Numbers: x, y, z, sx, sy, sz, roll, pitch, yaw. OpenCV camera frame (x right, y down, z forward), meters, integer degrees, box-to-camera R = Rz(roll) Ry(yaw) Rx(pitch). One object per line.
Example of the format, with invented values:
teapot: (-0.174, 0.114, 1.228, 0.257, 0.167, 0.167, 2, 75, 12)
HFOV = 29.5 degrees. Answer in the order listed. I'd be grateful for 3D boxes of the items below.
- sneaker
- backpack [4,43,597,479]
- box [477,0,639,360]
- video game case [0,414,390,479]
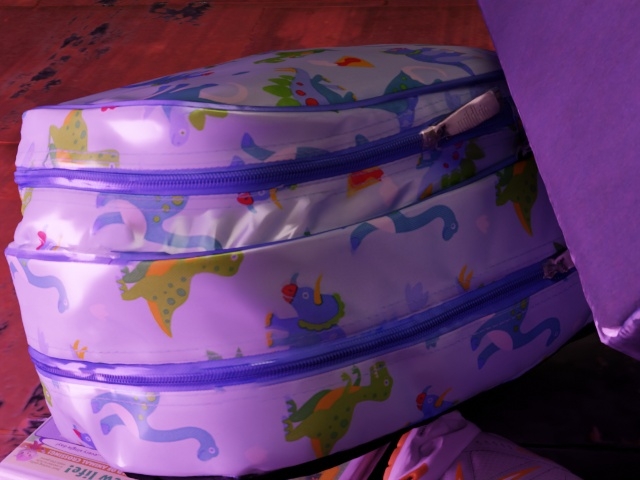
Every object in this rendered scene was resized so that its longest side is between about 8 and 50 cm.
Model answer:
sneaker: (0.067, 0.176, 0.601, 0.121, 0.099, 0.262, 14, 33, 22)
backpack: (0.000, 0.000, 0.676, 0.355, 0.273, 0.290, -36, 32, -33)
box: (0.349, -0.080, 0.586, 0.472, 0.297, 0.480, 31, 26, -19)
video game case: (-0.067, 0.125, 0.788, 0.212, 0.023, 0.193, 10, 30, 22)
